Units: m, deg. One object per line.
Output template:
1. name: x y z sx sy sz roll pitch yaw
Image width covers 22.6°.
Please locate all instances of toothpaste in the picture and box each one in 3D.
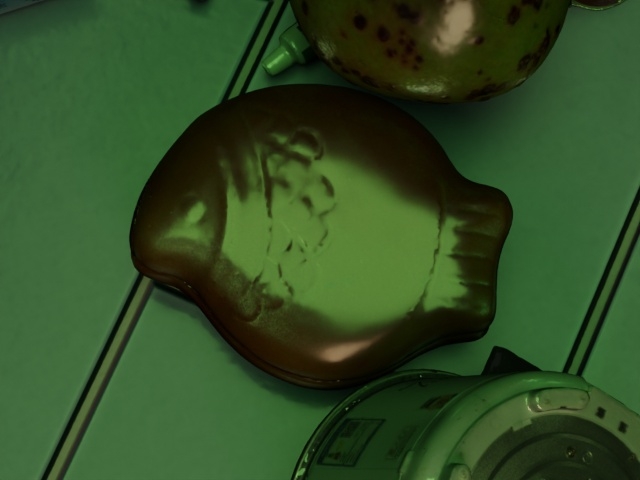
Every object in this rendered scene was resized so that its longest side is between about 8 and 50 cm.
1. toothpaste: 0.035 -0.196 1.289 0.204 0.031 0.049 -37 83 -10

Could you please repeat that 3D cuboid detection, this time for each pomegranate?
1. pomegranate: 0.117 -0.204 1.177 0.286 0.231 0.231 5 78 -15

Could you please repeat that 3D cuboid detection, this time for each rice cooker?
1. rice cooker: 0.109 0.206 1.103 0.241 0.227 0.280 29 70 -22

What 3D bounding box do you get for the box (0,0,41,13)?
1. box: -0.289 -0.297 1.282 0.142 0.083 0.232 -18 80 -5

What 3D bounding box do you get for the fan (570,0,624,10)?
1. fan: 0.210 -0.209 1.305 0.085 0.005 0.133 35 79 6

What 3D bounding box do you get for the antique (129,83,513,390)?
1. antique: 0.000 0.000 1.197 0.278 0.129 0.223 5 78 1
